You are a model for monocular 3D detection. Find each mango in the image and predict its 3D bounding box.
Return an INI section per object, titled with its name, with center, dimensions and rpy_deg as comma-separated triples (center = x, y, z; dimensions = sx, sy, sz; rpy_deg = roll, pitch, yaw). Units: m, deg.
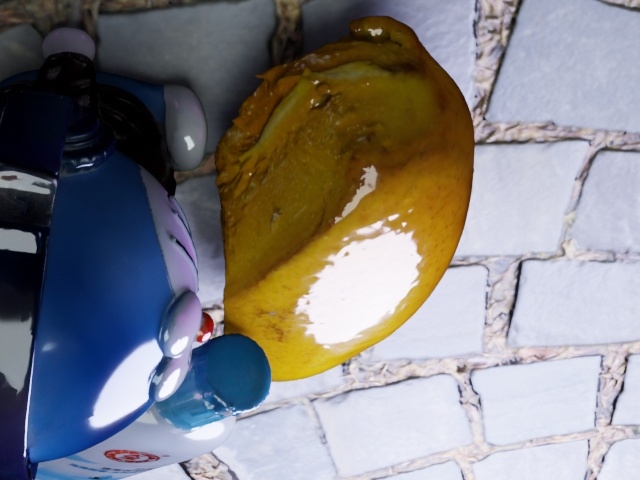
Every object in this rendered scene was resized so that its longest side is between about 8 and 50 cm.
[mango]
center = 0.000, 0.000, 0.868
dimensions = 0.199, 0.201, 0.350
rpy_deg = 27, 134, 7

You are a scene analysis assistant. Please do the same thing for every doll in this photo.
[doll]
center = -0.196, 0.014, 0.762
dimensions = 0.240, 0.310, 0.284
rpy_deg = 6, 127, -12

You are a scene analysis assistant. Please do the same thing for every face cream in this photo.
[face cream]
center = -0.160, 0.147, 0.935
dimensions = 0.163, 0.080, 0.337
rpy_deg = 19, 151, -34
